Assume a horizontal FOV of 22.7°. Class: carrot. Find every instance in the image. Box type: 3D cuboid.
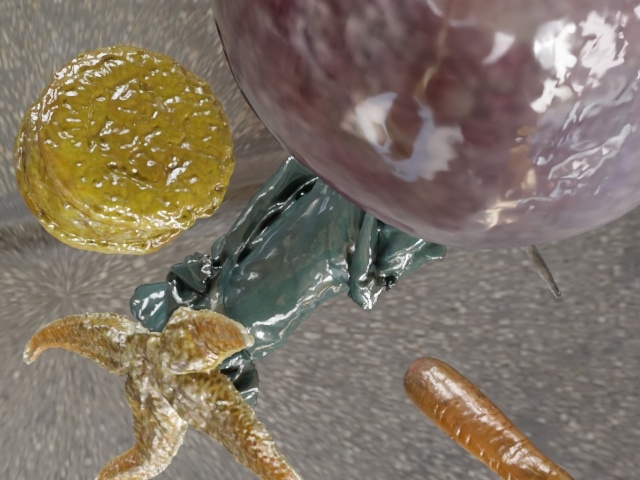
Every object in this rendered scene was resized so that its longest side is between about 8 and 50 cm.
[{"bbox_3d":[0.170,0.194,1.532,0.059,0.059,0.248,-46,58,-8],"label":"carrot"}]

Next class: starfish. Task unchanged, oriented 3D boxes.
[{"bbox_3d":[-0.109,0.112,1.101,0.050,0.247,0.138,-21,102,-43],"label":"starfish"}]

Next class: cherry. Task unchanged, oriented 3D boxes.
[{"bbox_3d":[0.057,-0.100,0.617,0.213,0.266,0.183,26,58,12],"label":"cherry"}]

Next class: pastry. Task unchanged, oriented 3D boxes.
[{"bbox_3d":[-0.178,-0.080,1.444,0.188,0.103,0.189,8,70,-22],"label":"pastry"}]

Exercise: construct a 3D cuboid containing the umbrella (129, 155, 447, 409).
[{"bbox_3d":[0.003,0.002,1.133,0.349,0.094,0.143,-42,70,30],"label":"umbrella"}]
